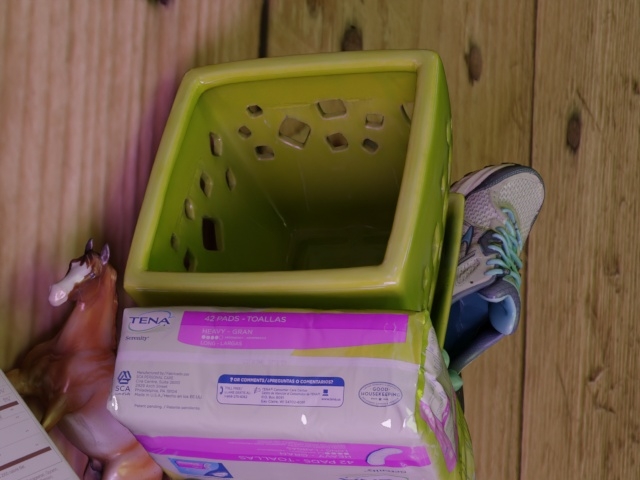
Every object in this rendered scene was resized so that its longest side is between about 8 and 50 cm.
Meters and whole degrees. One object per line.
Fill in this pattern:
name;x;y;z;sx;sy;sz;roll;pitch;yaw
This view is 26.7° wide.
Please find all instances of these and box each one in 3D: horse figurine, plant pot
horse figurine;-0.176;0.153;1.006;0.174;0.066;0.263;-48;126;-38
plant pot;0.000;0.000;1.099;0.207;0.227;0.228;64;32;-50

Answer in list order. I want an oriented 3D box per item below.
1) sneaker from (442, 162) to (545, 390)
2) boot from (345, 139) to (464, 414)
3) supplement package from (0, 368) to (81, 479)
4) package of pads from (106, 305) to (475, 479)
sneaker;0.146;0.041;1.226;0.283;0.122;0.110;-53;123;-27
boot;0.032;0.073;1.264;0.222;0.118;0.338;-17;99;-48
supplement package;-0.229;0.155;0.824;0.179;0.105;0.105;50;34;16
package of pads;-0.004;0.145;1.029;0.296;0.229;0.101;68;25;-61
